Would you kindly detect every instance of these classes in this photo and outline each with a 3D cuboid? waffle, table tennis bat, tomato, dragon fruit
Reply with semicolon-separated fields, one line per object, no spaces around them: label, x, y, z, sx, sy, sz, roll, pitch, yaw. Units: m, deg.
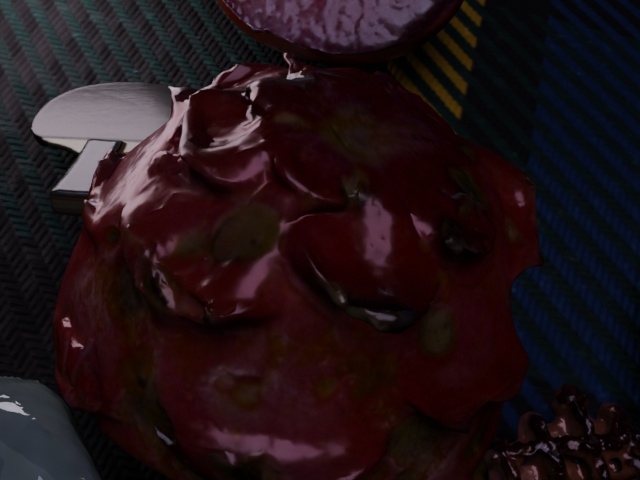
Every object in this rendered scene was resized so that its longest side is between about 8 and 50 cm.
waffle;0.226;0.228;0.598;0.234;0.055;0.221;34;57;10
table tennis bat;-0.194;-0.101;0.743;0.173;0.023;0.301;2;29;-3
tomato;0.006;-0.321;0.904;0.334;0.176;0.290;15;76;4
dragon fruit;0.000;0.000;0.584;0.386;0.249;0.371;-9;38;-37

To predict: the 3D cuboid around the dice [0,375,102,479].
dice;-0.211;0.258;0.424;0.264;0.268;0.263;-25;63;-22
